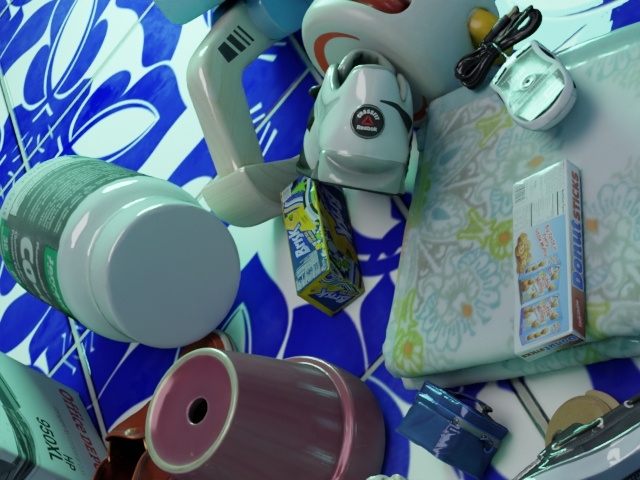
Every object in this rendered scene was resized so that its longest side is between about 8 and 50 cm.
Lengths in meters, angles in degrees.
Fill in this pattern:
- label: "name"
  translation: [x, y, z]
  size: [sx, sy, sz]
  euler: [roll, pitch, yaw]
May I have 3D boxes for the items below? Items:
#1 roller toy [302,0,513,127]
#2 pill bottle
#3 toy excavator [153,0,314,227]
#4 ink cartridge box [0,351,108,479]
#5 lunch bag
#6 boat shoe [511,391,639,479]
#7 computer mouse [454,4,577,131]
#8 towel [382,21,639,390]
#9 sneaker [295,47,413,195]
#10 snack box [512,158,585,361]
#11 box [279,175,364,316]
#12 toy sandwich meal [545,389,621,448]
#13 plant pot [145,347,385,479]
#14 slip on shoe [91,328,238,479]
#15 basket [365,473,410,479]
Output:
- label: "roller toy"
  translation: [0.092, -0.232, 1.661]
  size: [0.146, 0.191, 0.209]
  euler: [-56, 16, -19]
- label: "pill bottle"
  translation: [-0.252, 0.012, 1.894]
  size: [0.361, 0.204, 0.204]
  euler: [17, 78, 60]
- label: "toy excavator"
  translation: [-0.105, -0.287, 1.909]
  size: [0.222, 0.433, 0.445]
  euler: [-23, 20, 41]
- label: "ink cartridge box"
  translation: [-0.449, 0.232, 1.825]
  size: [0.166, 0.395, 0.285]
  euler: [-51, 35, 7]
- label: "lunch bag"
  translation: [0.126, 0.173, 1.425]
  size: [0.098, 0.067, 0.065]
  euler: [26, 86, 55]
- label: "boat shoe"
  translation: [0.225, 0.179, 1.262]
  size: [0.228, 0.080, 0.076]
  euler: [-34, 33, 12]
- label: "computer mouse"
  translation: [0.196, -0.151, 1.456]
  size: [0.106, 0.042, 0.193]
  euler: [-45, 32, 14]
- label: "towel"
  translation: [0.224, -0.028, 1.445]
  size: [0.374, 0.090, 0.320]
  euler: [-17, 54, 45]
- label: "sneaker"
  translation: [0.046, -0.125, 1.618]
  size: [0.330, 0.122, 0.146]
  euler: [-154, 73, -83]
- label: "snack box"
  translation: [0.199, 0.016, 1.347]
  size: [0.064, 0.022, 0.178]
  euler: [-26, 48, 38]
- label: "box"
  translation: [0.000, 0.000, 1.727]
  size: [0.054, 0.059, 0.169]
  euler: [-38, 39, 25]
- label: "toy sandwich meal"
  translation: [0.232, 0.171, 1.330]
  size: [0.085, 0.029, 0.085]
  euler: [-21, 60, 42]
- label: "plant pot"
  translation: [-0.067, 0.196, 1.534]
  size: [0.201, 0.180, 0.201]
  euler: [-24, 52, 35]
- label: "slip on shoe"
  translation: [-0.185, 0.229, 1.726]
  size: [0.123, 0.101, 0.331]
  euler: [-16, 39, 49]
- label: "basket"
  translation: [0.043, 0.408, 1.175]
  size: [0.328, 0.266, 0.331]
  euler: [-33, 43, 31]
